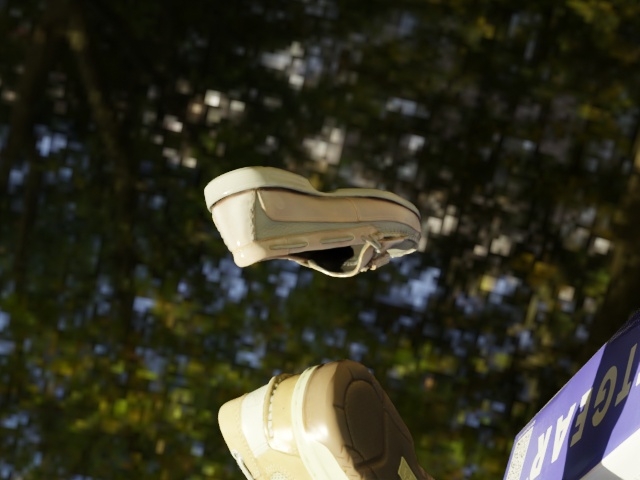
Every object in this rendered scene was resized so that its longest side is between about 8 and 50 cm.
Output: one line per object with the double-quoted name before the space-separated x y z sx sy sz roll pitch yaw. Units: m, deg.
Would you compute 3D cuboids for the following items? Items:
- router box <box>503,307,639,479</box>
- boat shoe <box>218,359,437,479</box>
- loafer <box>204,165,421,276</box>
"router box" 0.264 0.130 0.815 0.301 0.082 0.335 21 155 -2
"boat shoe" 0.019 0.129 0.732 0.072 0.190 0.068 -14 -153 27
"loafer" 0.000 0.000 0.728 0.045 0.039 0.125 -26 157 33
